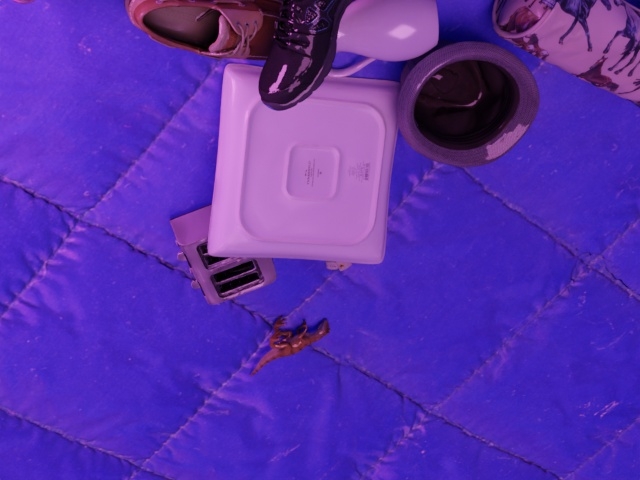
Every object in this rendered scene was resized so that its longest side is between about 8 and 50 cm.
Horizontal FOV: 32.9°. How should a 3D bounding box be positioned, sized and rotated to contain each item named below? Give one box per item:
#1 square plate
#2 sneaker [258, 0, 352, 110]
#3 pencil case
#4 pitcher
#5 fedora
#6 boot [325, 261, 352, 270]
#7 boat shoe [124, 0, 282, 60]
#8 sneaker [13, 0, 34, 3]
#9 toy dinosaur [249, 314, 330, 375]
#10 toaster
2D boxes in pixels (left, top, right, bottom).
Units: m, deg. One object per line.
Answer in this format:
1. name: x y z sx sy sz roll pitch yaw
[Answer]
1. square plate: -0.020 -0.130 1.970 0.344 0.049 0.347 3 99 -18
2. sneaker: -0.026 -0.373 1.727 0.139 0.125 0.341 17 104 -46
3. pencil case: 0.518 -0.372 1.960 0.410 0.160 0.183 20 130 -27
4. pitcher: 0.097 -0.356 1.892 0.207 0.125 0.178 -5 149 0
5. fedora: 0.250 -0.269 1.980 0.275 0.124 0.244 15 121 -30
6. boot: 0.000 0.000 2.109 0.213 0.077 0.165 -35 136 -24
7. boat shoe: -0.165 -0.350 1.809 0.324 0.120 0.123 7 123 -20
8. sneaker: -0.394 -0.496 1.630 0.112 0.131 0.319 17 119 -26
9. toy dinosaur: -0.077 0.226 2.292 0.211 0.064 0.112 -27 129 5
10. toaster: -0.176 0.015 2.080 0.185 0.110 0.168 -20 129 -1
